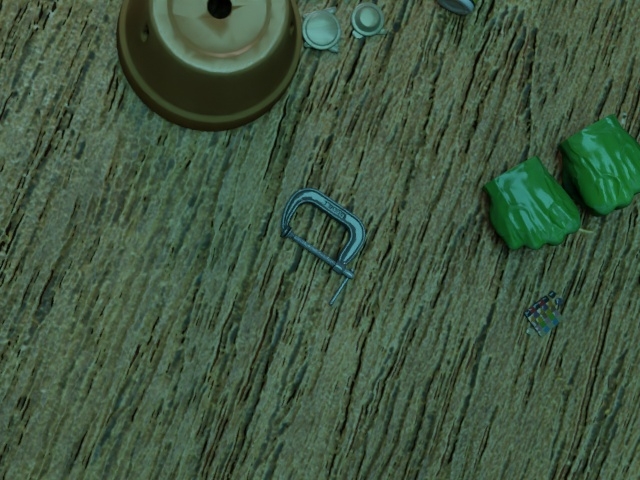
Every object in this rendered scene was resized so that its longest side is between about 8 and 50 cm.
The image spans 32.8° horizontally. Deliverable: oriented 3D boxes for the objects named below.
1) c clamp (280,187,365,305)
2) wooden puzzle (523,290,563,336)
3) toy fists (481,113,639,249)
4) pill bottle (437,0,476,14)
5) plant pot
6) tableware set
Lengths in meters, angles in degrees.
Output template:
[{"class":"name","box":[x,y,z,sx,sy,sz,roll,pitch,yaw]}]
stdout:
[{"class":"c clamp","box":[0.000,0.000,1.721,0.160,0.022,0.137,40,81,-6]},{"class":"wooden puzzle","box":[0.366,0.123,1.786,0.083,0.006,0.049,-37,93,-10]},{"class":"toy fists","box":[0.401,-0.082,1.764,0.279,0.096,0.142,-28,81,-9]},{"class":"pill bottle","box":[0.239,-0.433,1.770,0.065,0.065,0.116,25,83,-8]},{"class":"plant pot","box":[-0.158,-0.321,1.623,0.290,0.203,0.291,1,87,-10]},{"class":"tableware set","box":[0.029,-0.388,1.753,0.141,0.020,0.169,-11,90,-9]}]
